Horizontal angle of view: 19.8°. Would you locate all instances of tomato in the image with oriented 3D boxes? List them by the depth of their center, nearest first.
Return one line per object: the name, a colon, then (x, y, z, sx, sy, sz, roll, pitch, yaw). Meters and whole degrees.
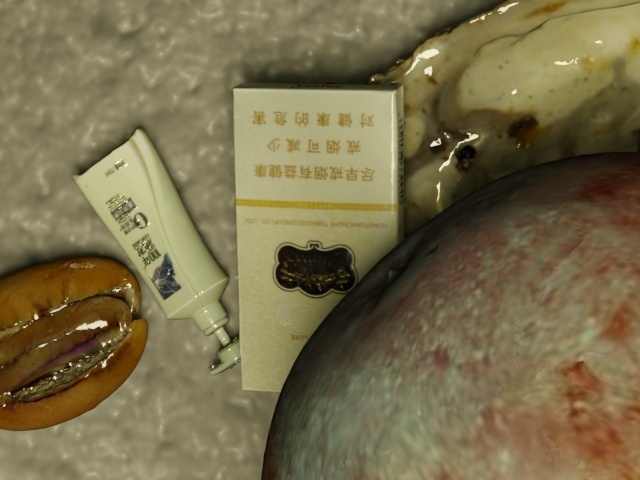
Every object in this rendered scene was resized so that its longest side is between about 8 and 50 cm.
tomato: (0.126, 0.115, 0.849, 0.282, 0.317, 0.317, 43, 94, -10)

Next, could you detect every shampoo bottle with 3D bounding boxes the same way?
shampoo bottle: (-0.082, 0.009, 1.024, 0.049, 0.034, 0.141, -33, 85, 0)

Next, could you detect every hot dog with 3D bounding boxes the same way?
hot dog: (-0.163, 0.061, 1.021, 0.140, 0.060, 0.090, -18, 81, 11)

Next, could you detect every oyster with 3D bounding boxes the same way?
oyster: (0.124, -0.069, 0.978, 0.345, 0.078, 0.129, -26, 85, 14)

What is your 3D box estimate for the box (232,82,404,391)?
box: (0.000, 0.000, 0.978, 0.090, 0.024, 0.167, 2, 103, 15)
